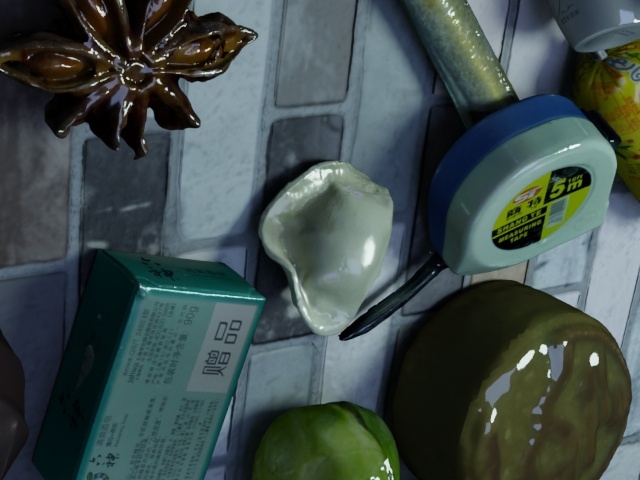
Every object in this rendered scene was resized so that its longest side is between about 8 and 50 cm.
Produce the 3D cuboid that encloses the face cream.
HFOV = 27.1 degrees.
[{"bbox_3d":[0.300,-0.263,1.411,0.117,0.117,0.104,-7,80,-33],"label":"face cream"}]

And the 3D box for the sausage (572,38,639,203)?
[{"bbox_3d":[0.398,-0.117,1.562,0.123,0.123,0.347,-50,130,-3],"label":"sausage"}]

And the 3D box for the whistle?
[{"bbox_3d":[0.119,-0.231,1.351,0.068,0.057,0.326,-40,130,-6],"label":"whistle"}]

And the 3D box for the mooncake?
[{"bbox_3d":[0.235,0.197,1.575,0.284,0.155,0.284,-14,113,-35],"label":"mooncake"}]

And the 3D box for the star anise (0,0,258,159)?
[{"bbox_3d":[-0.178,-0.180,1.147,0.220,0.099,0.214,39,74,-36],"label":"star anise"}]

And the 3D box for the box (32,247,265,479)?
[{"bbox_3d":[-0.171,0.140,1.313,0.153,0.092,0.245,9,108,-39],"label":"box"}]

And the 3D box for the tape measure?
[{"bbox_3d":[0.161,-0.030,1.441,0.351,0.098,0.215,-26,148,-17],"label":"tape measure"}]

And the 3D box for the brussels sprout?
[{"bbox_3d":[0.001,0.252,1.463,0.183,0.145,0.131,-26,170,29],"label":"brussels sprout"}]

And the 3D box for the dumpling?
[{"bbox_3d":[0.000,0.002,1.361,0.134,0.100,0.169,25,96,-26],"label":"dumpling"}]

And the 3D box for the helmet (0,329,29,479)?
[{"bbox_3d":[-0.372,0.182,1.140,0.225,0.177,0.305,30,92,-43],"label":"helmet"}]
